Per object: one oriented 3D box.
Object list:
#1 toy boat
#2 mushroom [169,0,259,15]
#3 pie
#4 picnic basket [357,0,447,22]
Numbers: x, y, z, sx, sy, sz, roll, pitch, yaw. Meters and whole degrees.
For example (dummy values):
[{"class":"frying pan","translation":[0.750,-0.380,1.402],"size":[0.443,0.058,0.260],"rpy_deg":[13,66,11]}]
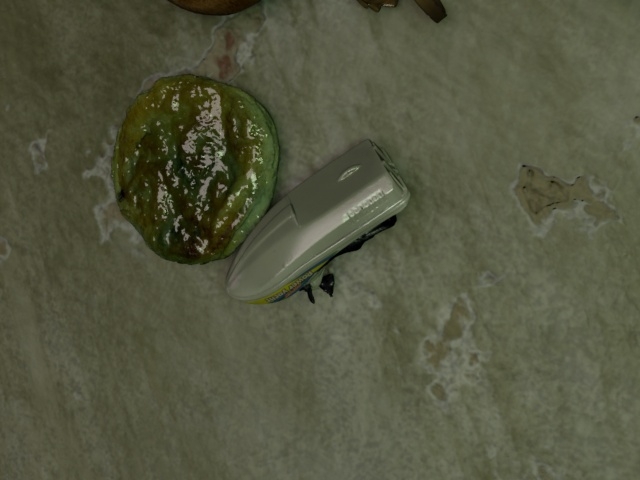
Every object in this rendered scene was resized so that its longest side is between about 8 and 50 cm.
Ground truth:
[{"class":"toy boat","translation":[0.000,-0.007,1.128],"size":[0.269,0.141,0.141],"rpy_deg":[-46,78,17]},{"class":"mushroom","translation":[-0.123,-0.439,1.116],"size":[0.278,0.163,0.297],"rpy_deg":[40,116,21]},{"class":"pie","translation":[-0.184,-0.106,1.213],"size":[0.276,0.078,0.277],"rpy_deg":[1,92,20]},{"class":"picnic basket","translation":[0.097,-0.339,1.058],"size":[0.138,0.128,0.178],"rpy_deg":[-44,61,21]}]
